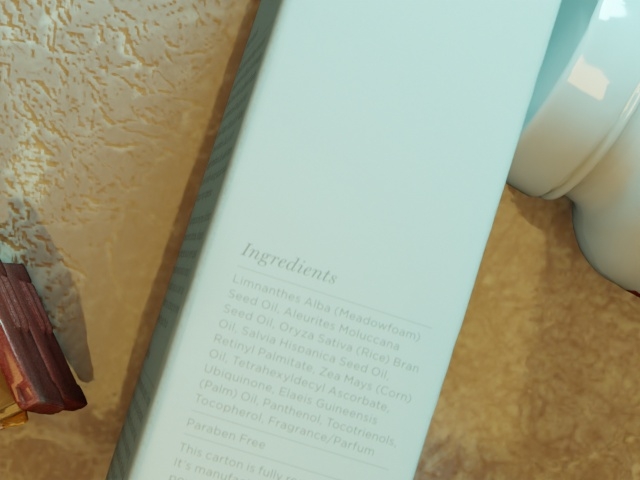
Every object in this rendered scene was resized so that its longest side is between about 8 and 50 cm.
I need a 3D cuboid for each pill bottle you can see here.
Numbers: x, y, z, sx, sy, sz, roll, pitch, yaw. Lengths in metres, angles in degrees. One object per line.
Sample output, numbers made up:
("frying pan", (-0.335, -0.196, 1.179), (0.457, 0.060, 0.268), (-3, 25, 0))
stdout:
("pill bottle", (0.322, -0.033, 1.030), (0.408, 0.229, 0.229), (27, 97, -8))

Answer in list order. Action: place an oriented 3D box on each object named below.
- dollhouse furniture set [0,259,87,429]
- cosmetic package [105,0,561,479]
("dollhouse furniture set", (-0.330, -0.012, 1.043), (0.201, 0.152, 0.374), (-24, 84, 0))
("cosmetic package", (0.000, 0.000, 0.970), (0.161, 0.230, 0.453), (18, 87, -8))
